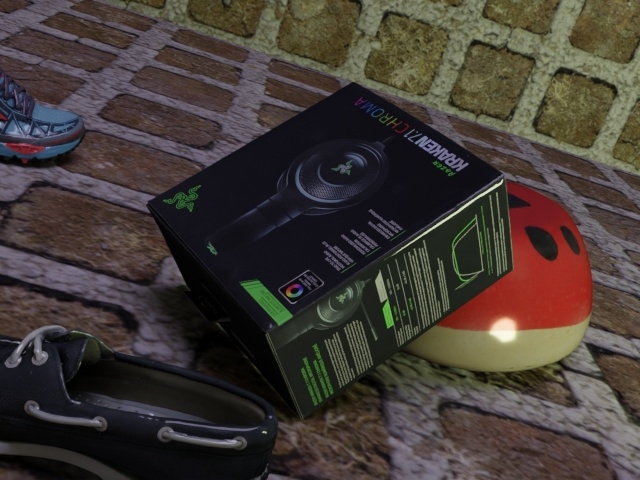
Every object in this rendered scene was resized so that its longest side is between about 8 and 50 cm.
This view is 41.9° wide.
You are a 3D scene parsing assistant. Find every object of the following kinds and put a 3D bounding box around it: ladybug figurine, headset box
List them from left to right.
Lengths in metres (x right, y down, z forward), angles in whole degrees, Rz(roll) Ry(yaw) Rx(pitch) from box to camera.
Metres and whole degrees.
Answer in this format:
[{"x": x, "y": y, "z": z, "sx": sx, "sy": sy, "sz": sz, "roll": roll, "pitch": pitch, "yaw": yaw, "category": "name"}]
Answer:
[{"x": 0.000, "y": 0.000, "z": 0.826, "sx": 0.283, "sy": 0.131, "sz": 0.246, "roll": -32, "pitch": 44, "yaw": -16, "category": "headset box"}, {"x": 0.196, "y": 0.024, "z": 1.046, "sx": 0.305, "sy": 0.162, "sz": 0.449, "roll": 30, "pitch": 24, "yaw": 25, "category": "ladybug figurine"}]

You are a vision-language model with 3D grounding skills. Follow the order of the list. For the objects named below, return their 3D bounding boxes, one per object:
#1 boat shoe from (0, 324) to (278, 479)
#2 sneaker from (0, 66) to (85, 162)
[{"x": -0.177, "y": 0.110, "z": 0.614, "sx": 0.302, "sy": 0.091, "sz": 0.114, "roll": 19, "pitch": 21, "yaw": -3, "category": "boat shoe"}, {"x": -0.417, "y": -0.174, "z": 1.049, "sx": 0.262, "sy": 0.125, "sz": 0.104, "roll": 4, "pitch": 27, "yaw": -35, "category": "sneaker"}]
